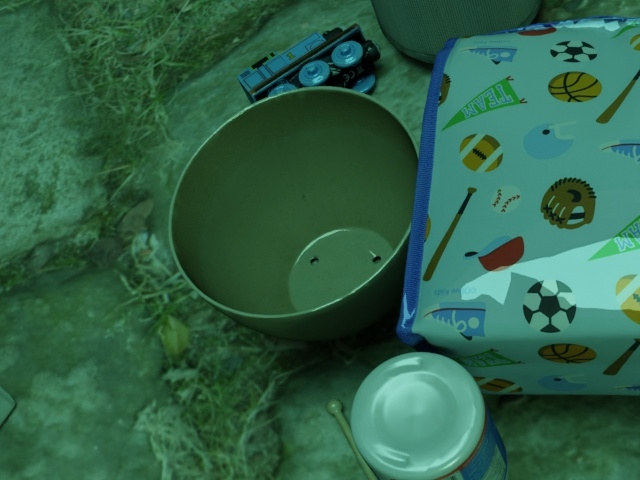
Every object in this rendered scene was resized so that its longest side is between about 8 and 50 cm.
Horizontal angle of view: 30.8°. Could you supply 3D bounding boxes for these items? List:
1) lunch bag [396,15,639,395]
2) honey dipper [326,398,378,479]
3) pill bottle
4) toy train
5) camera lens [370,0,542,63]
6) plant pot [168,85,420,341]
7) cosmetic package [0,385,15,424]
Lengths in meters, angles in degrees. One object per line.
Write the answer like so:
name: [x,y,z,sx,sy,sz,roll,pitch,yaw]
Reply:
lunch bag: [0.270,-0.048,1.143,0.328,0.239,0.385,-3,63,19]
honey dipper: [0.046,0.232,1.236,0.030,0.030,0.161,-29,52,0]
pill bottle: [0.113,0.204,1.111,0.124,0.221,0.124,-8,59,13]
toy train: [-0.013,-0.212,1.493,0.184,0.080,0.105,-34,50,-3]
camera lens: [0.150,-0.366,1.409,0.219,0.274,0.219,-8,58,14]
plant pot: [0.000,0.000,1.288,0.284,0.191,0.284,-10,57,16]
cosmetic package: [-0.635,0.217,1.290,0.329,0.327,0.394,21,68,28]
